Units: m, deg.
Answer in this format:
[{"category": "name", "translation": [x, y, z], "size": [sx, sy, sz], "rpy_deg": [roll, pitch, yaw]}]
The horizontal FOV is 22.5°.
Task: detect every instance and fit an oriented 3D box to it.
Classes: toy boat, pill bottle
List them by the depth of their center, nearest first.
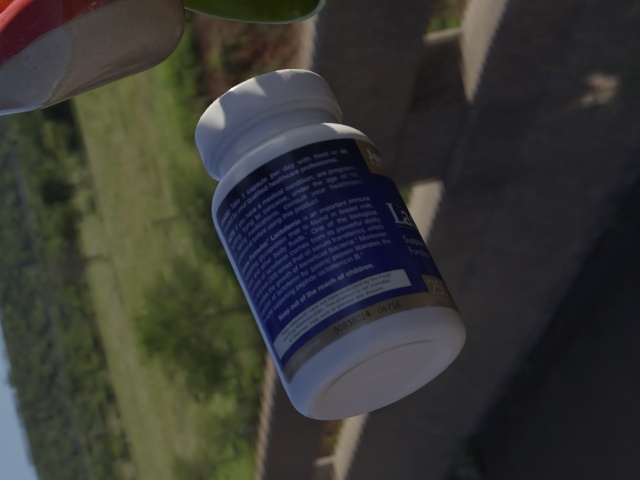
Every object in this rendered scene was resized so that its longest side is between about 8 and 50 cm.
[{"category": "toy boat", "translation": [-0.200, -0.172, 1.102], "size": [0.231, 0.151, 0.151], "rpy_deg": [-3, 109, 49]}, {"category": "pill bottle", "translation": [0.000, 0.000, 1.319], "size": [0.153, 0.153, 0.264], "rpy_deg": [91, 156, -64]}]

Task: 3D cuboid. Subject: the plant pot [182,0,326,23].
[{"category": "plant pot", "translation": [-0.084, -0.414, 1.646], "size": [0.275, 0.275, 0.293], "rpy_deg": [106, -179, -76]}]
